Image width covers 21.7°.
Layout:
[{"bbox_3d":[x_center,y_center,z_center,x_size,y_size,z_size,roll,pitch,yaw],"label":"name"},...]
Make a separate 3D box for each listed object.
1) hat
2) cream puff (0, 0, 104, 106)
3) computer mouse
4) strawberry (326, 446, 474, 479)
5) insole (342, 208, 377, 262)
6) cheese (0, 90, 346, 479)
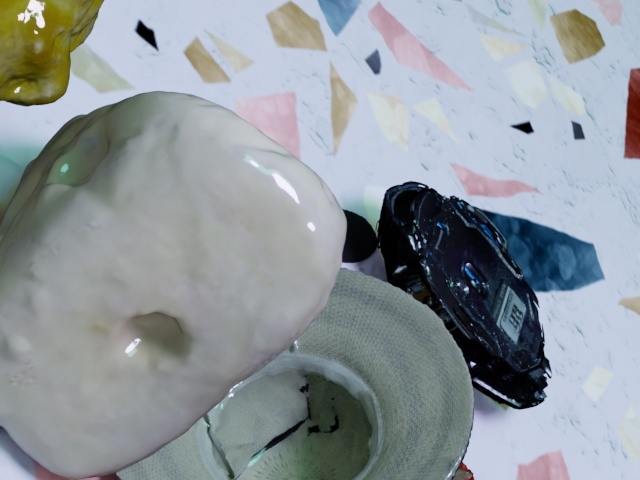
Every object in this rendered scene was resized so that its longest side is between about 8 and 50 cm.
[{"bbox_3d":[-0.016,0.143,1.150,0.110,0.252,0.252,84,11,-48],"label":"hat"},{"bbox_3d":[-0.267,-0.163,1.046,0.282,0.185,0.282,19,15,-5],"label":"cream puff"},{"bbox_3d":[0.117,0.050,1.413,0.242,0.077,0.146,50,37,-19],"label":"computer mouse"},{"bbox_3d":[0.058,0.187,1.243,0.145,0.086,0.145,30,43,-33],"label":"strawberry"},{"bbox_3d":[0.000,0.000,1.372,0.152,0.002,0.053,-15,78,-53],"label":"insole"},{"bbox_3d":[-0.100,-0.009,1.069,0.173,0.248,0.251,42,33,-22],"label":"cheese"}]
